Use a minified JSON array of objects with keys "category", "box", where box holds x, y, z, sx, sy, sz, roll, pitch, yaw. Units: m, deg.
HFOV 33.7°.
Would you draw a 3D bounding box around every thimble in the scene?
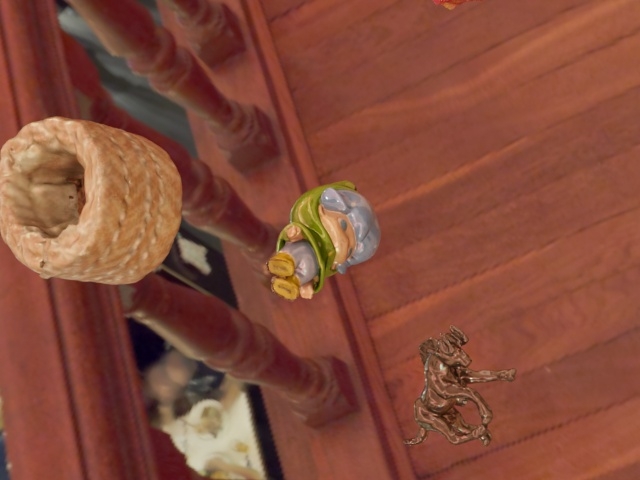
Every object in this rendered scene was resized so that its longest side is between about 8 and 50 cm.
[{"category":"thimble","box":[-0.290,-0.053,1.297,0.229,0.148,0.196,43,107,35]}]

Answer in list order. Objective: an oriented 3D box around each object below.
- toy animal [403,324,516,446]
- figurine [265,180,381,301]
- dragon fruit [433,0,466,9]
[{"category":"toy animal","box":[0.200,0.233,1.592,0.148,0.084,0.233,28,128,20]},{"category":"figurine","box":[0.000,0.000,1.757,0.143,0.162,0.263,-1,26,35]},{"category":"dragon fruit","box":[0.241,-0.547,1.973,0.268,0.210,0.205,41,108,44]}]
